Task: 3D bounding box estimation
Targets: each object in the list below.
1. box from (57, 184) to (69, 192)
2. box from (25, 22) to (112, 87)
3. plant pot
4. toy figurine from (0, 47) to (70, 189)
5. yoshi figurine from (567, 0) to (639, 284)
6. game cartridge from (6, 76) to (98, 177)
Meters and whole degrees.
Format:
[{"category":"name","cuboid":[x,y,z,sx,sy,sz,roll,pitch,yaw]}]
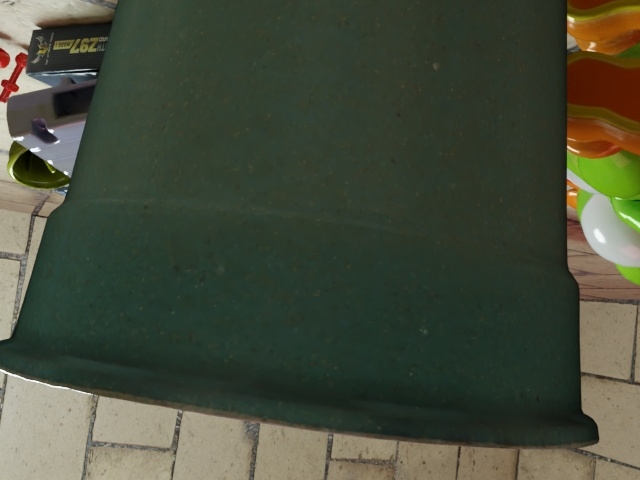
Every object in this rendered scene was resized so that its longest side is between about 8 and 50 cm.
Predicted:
[{"category":"box","cuboid":[-0.425,-0.090,1.610,0.293,0.073,0.295,24,173,-25]},{"category":"box","cuboid":[-0.193,-0.185,0.929,0.183,0.059,0.233,4,172,27]},{"category":"plant pot","cuboid":[0.006,-0.072,0.481,0.341,0.334,0.341,7,174,1]},{"category":"toy figurine","cuboid":[-0.475,-0.200,1.016,0.217,0.191,0.362,37,-166,24]},{"category":"yoshi figurine","cuboid":[0.302,-0.058,0.642,0.203,0.203,0.362,-35,143,7]},{"category":"game cartridge","cuboid":[-0.118,-0.131,0.856,0.355,0.068,0.230,-11,169,6]}]
